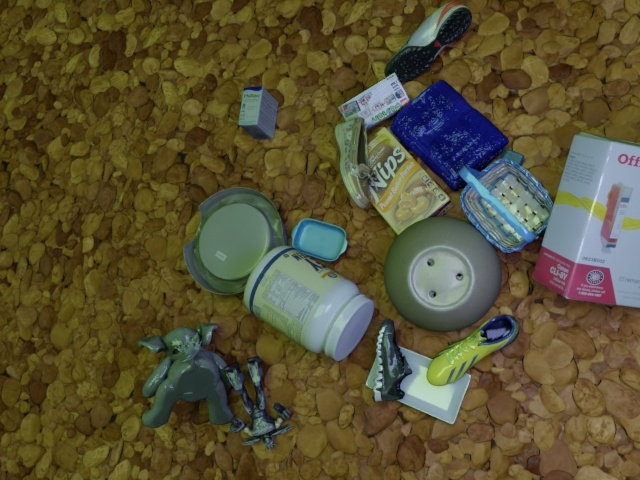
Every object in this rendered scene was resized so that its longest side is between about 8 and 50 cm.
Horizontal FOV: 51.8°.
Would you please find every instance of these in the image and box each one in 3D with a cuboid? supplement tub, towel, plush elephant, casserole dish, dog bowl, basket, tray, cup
[{"bbox_3d":[-0.033,0.181,1.913,0.325,0.235,0.235,29,88,23],"label":"supplement tub"},{"bbox_3d":[0.380,-0.324,1.980,0.228,0.076,0.308,-43,67,6],"label":"towel"},{"bbox_3d":[-0.414,0.377,2.012,0.272,0.255,0.329,-3,112,-19],"label":"plush elephant"},{"bbox_3d":[0.000,0.000,2.056,0.189,0.037,0.114,17,83,23],"label":"casserole dish"},{"bbox_3d":[0.538,-0.204,1.918,0.067,0.029,0.119,31,89,22],"label":"towel"},{"bbox_3d":[-0.263,0.009,2.113,0.349,0.102,0.348,-5,75,19],"label":"dog bowl"},{"bbox_3d":[0.490,-0.098,1.752,0.201,0.289,0.254,-47,73,24],"label":"basket"},{"bbox_3d":[0.275,0.396,1.860,0.271,0.030,0.145,20,85,23],"label":"tray"},{"bbox_3d":[0.324,0.096,1.764,0.332,0.237,0.330,0,90,10],"label":"cup"}]

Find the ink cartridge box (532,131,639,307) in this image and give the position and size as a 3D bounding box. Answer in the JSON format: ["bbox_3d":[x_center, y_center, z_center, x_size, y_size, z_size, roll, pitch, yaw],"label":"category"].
[{"bbox_3d":[0.723,-0.047,1.607,0.280,0.160,0.384,8,104,-14],"label":"ink cartridge box"}]

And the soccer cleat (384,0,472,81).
[{"bbox_3d":[0.327,-0.624,2.075,0.318,0.109,0.116,-40,38,15],"label":"soccer cleat"}]

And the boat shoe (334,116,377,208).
[{"bbox_3d":[0.110,-0.233,1.943,0.089,0.105,0.285,-19,70,21],"label":"boat shoe"}]

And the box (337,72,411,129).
[{"bbox_3d":[0.170,-0.425,2.073,0.207,0.036,0.114,-29,102,10],"label":"box"}]

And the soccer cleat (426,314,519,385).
[{"bbox_3d":[0.403,0.288,1.775,0.289,0.121,0.093,-33,60,1],"label":"soccer cleat"}]

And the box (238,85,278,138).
[{"bbox_3d":[-0.205,-0.422,2.188,0.072,0.126,0.137,2,77,22],"label":"box"}]

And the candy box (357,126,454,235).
[{"bbox_3d":[0.228,-0.166,1.987,0.183,0.087,0.316,-41,67,7],"label":"candy box"}]

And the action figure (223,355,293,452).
[{"bbox_3d":[-0.193,0.493,1.952,0.186,0.099,0.284,-20,85,-5],"label":"action figure"}]

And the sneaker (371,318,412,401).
[{"bbox_3d":[0.207,0.338,1.844,0.106,0.078,0.234,3,81,17],"label":"sneaker"}]
